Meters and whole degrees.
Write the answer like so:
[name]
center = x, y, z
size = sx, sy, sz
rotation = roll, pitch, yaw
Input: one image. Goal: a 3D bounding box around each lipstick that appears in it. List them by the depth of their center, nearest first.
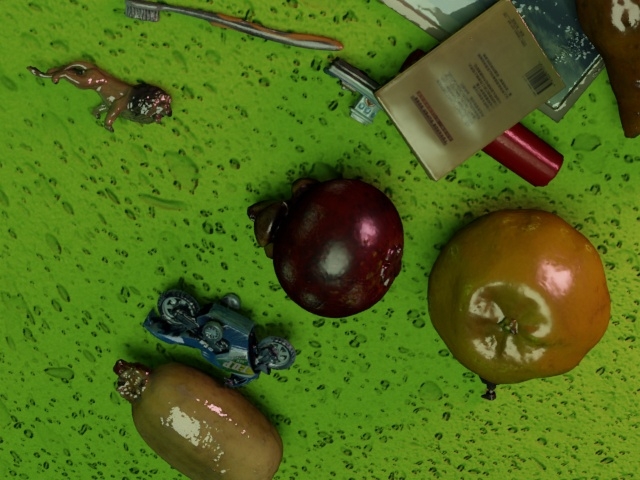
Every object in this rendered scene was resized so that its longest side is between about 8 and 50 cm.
[lipstick]
center = 0.232, -0.177, 1.441
size = 0.280, 0.073, 0.073
rotation = 34, 114, -14

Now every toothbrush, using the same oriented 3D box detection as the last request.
[toothbrush]
center = -0.124, -0.310, 1.413
size = 0.321, 0.023, 0.031
rotation = 9, 125, -1

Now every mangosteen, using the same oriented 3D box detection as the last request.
[mangosteen]
center = 0.000, 0.000, 1.484
size = 0.258, 0.215, 0.215
rotation = 21, 121, 27

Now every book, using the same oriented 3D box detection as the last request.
[book]
center = 0.211, -0.211, 1.381
size = 0.231, 0.026, 0.161
rotation = -36, 104, 2

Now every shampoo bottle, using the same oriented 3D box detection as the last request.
[shampoo bottle]
center = 0.292, 0.211, 1.664
size = 0.048, 0.027, 0.137
rotation = 5, 118, 15

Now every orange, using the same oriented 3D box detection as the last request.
[orange]
center = 0.298, 0.088, 1.485
size = 0.279, 0.235, 0.279
rotation = 2, 111, 6

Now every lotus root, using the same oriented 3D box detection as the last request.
[lotus root]
center = -0.212, 0.312, 1.668
size = 0.343, 0.151, 0.169
rotation = 40, 112, -20

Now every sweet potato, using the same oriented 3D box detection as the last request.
[sweet potato]
center = 0.409, -0.303, 1.325
size = 0.112, 0.112, 0.359
rotation = -23, 112, 14

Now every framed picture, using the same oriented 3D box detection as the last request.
[framed picture]
center = 0.284, -0.349, 1.376
size = 0.335, 0.022, 0.247
rotation = 32, 115, -14

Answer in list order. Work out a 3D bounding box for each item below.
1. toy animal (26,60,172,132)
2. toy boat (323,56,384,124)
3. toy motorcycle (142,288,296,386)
[toy animal]
center = -0.329, -0.213, 1.451
size = 0.220, 0.069, 0.086
rotation = 18, 96, -12
[toy boat]
center = 0.061, -0.210, 1.435
size = 0.140, 0.059, 0.066
rotation = 31, 102, -15
[toy motorcycle]
center = -0.170, 0.168, 1.630
size = 0.254, 0.092, 0.135
rotation = 27, 125, -1
